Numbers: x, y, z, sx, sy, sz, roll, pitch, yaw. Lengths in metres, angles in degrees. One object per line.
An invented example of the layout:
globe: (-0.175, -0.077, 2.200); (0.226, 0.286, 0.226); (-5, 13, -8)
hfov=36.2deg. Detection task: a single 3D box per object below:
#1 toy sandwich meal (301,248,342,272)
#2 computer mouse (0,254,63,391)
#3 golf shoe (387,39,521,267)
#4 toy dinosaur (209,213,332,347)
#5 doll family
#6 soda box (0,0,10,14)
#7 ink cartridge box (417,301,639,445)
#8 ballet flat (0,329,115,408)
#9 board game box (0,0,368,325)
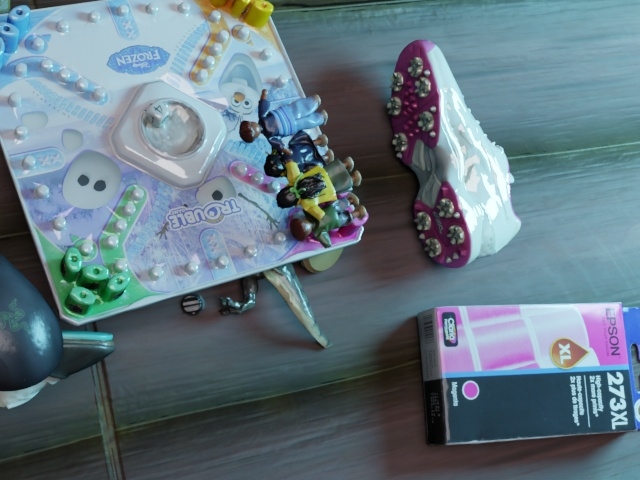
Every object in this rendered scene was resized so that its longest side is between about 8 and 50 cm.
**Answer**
toy sandwich meal: (0.000, 0.000, 1.252); (0.085, 0.029, 0.086); (-26, 128, -39)
computer mouse: (-0.385, 0.054, 1.019); (0.272, 0.072, 0.188); (32, 45, 17)
golf shoe: (0.181, -0.120, 1.316); (0.140, 0.115, 0.306); (-11, 88, -31)
toy dinosaur: (-0.080, 0.028, 1.214); (0.118, 0.064, 0.268); (-23, 90, -28)
doll family: (-0.025, -0.086, 1.143); (0.111, 0.076, 0.193); (-22, 73, -24)
soda box: (-0.456, -0.266, 1.139); (0.181, 0.058, 0.061); (-30, 80, -27)
ink cartridge box: (0.313, 0.175, 1.314); (0.370, 0.069, 0.176); (0, 78, -21)
ballet flat: (-0.372, 0.131, 1.081); (0.280, 0.095, 0.096); (9, 85, -6)
board game box: (-0.176, -0.134, 1.169); (0.389, 0.050, 0.390); (-16, 75, -28)
